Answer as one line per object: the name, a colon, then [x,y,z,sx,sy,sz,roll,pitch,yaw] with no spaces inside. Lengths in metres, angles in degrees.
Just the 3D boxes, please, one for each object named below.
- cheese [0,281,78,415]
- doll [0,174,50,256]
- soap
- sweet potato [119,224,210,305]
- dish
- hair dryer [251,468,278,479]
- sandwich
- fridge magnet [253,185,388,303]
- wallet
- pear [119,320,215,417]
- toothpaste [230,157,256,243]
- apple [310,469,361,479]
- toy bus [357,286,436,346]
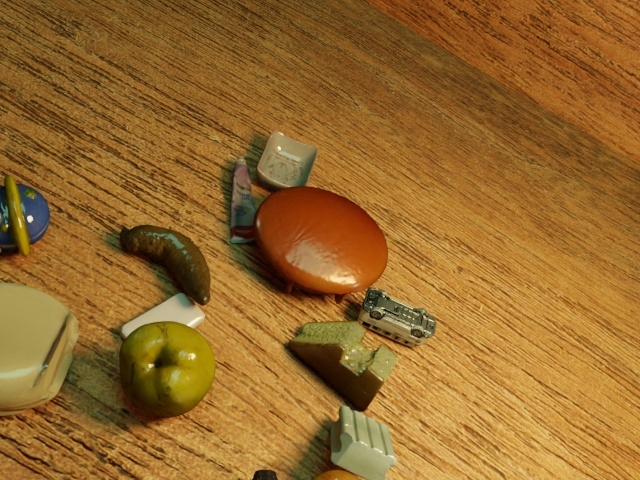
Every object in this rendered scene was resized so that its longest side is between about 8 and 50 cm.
cheese: [-0.599,0.205,1.319,0.233,0.127,0.266,14,41,-9]
doll: [-0.697,-0.017,1.462,0.243,0.159,0.310,-2,53,-29]
soap: [0.083,0.412,1.407,0.119,0.066,0.198,25,3,-1]
sweet potato: [-0.343,0.041,1.623,0.310,0.098,0.124,37,43,17]
dish: [-0.102,-0.212,2.000,0.151,0.077,0.212,23,43,-6]
hair dryer: [-0.183,0.517,1.275,0.219,0.075,0.195,7,54,-6]
sandwich: [0.050,0.260,1.580,0.236,0.128,0.122,37,36,10]
fridge magnet: [0.000,0.000,1.784,0.364,0.155,0.363,13,44,-13]
wallet: [-0.345,0.184,1.529,0.095,0.033,0.190,42,46,14]
pear: [-0.302,0.255,1.373,0.200,0.200,0.200,14,44,-14]
toothpaste: [-0.210,-0.111,1.874,0.075,0.048,0.301,11,47,-23]
apple: [0.024,0.530,1.285,0.183,0.155,0.182,10,32,-6]
toy bus: [0.188,0.199,1.728,0.194,0.089,0.087,24,41,-2]
